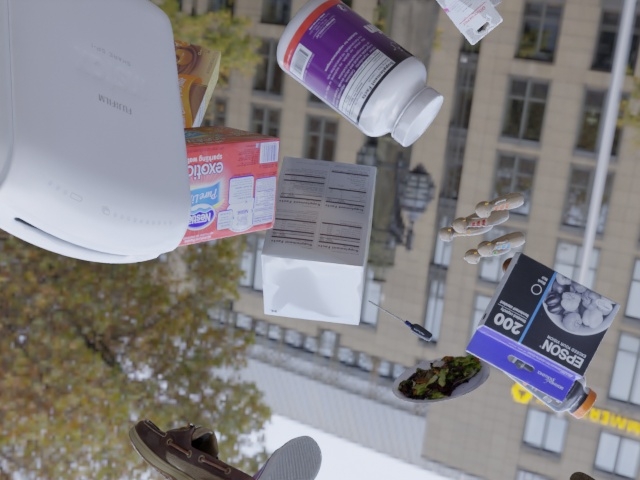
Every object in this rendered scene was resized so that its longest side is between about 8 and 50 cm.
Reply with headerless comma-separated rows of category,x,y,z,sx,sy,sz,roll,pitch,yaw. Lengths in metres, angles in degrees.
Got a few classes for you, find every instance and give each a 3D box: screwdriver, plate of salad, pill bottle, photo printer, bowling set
screwdriver,0.181,0.177,2.168,0.170,0.025,0.024,34,-140,13
plate of salad,0.238,0.268,1.900,0.199,0.048,0.200,-13,-164,4
pill bottle,0.081,-0.332,1.892,0.323,0.181,0.181,39,-155,13
pill bottle,0.629,0.377,2.591,0.245,0.130,0.130,37,-160,3
photo printer,-0.247,-0.131,0.964,0.107,0.308,0.256,-21,156,29
bowling set,0.429,0.008,2.430,0.154,0.200,0.287,-15,166,-14

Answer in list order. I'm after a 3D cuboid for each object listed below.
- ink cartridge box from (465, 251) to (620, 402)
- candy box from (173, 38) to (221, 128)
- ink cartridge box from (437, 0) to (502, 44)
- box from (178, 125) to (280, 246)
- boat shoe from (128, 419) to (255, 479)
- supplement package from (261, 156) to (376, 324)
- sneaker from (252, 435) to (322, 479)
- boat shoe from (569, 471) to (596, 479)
ink cartridge box,0.401,0.158,1.725,0.206,0.208,0.045,27,180,3
candy box,-0.340,-0.305,2.046,0.182,0.088,0.317,14,-131,-1
ink cartridge box,0.343,-0.559,2.207,0.104,0.181,0.061,-36,-178,39
box,-0.213,-0.083,1.437,0.142,0.154,0.300,15,-161,37
boat shoe,-0.242,0.414,1.823,0.342,0.123,0.123,23,162,50
supplement package,0.000,0.000,1.925,0.198,0.199,0.263,7,-129,4
sneaker,-0.123,0.518,2.017,0.161,0.102,0.282,-29,-174,45
boat shoe,0.619,0.593,2.113,0.064,0.060,0.178,-35,-116,-23
